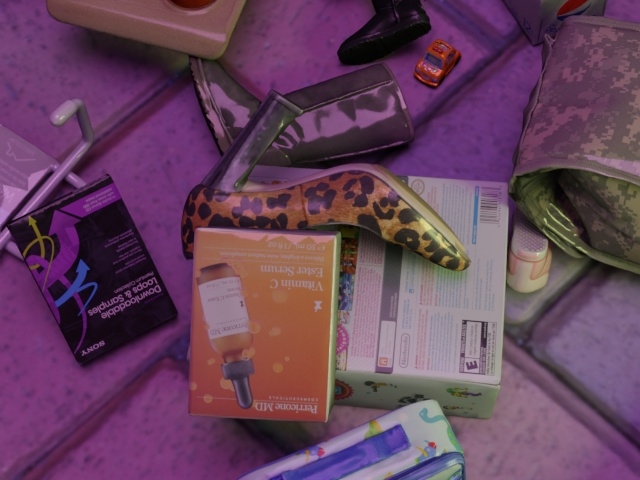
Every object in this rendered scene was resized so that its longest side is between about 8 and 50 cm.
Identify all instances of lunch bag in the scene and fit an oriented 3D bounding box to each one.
[{"bbox_3d":[0.024,0.233,1.265,0.219,0.176,0.090,-22,64,-10],"label":"lunch bag"},{"bbox_3d":[0.342,-0.093,1.419,0.287,0.169,0.235,19,56,5],"label":"lunch bag"}]

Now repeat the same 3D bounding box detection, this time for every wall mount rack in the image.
[{"bbox_3d":[-0.418,-0.072,1.459,0.350,0.130,0.304,31,68,17],"label":"wall mount rack"}]

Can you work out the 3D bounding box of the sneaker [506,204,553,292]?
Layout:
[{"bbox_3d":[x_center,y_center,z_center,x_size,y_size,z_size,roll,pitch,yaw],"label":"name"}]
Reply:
[{"bbox_3d":[0.220,0.005,1.453,0.051,0.070,0.134,12,34,11],"label":"sneaker"}]

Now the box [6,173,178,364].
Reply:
[{"bbox_3d":[-0.231,0.030,1.412,0.116,0.029,0.162,-28,102,-12],"label":"box"}]

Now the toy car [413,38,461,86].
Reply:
[{"bbox_3d":[0.110,-0.233,1.576,0.060,0.040,0.122,-33,67,-14],"label":"toy car"}]

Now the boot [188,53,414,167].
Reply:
[{"bbox_3d":[-0.023,-0.156,1.523,0.208,0.076,0.189,-24,77,-3],"label":"boot"}]

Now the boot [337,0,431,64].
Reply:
[{"bbox_3d":[0.067,-0.263,1.574,0.121,0.045,0.099,-23,63,19],"label":"boot"}]

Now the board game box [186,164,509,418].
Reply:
[{"bbox_3d":[0.032,0.048,1.404,0.303,0.097,0.224,5,64,4],"label":"board game box"}]

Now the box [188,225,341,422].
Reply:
[{"bbox_3d":[-0.050,0.074,1.275,0.130,0.091,0.170,2,92,3],"label":"box"}]

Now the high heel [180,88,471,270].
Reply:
[{"bbox_3d":[0.000,0.000,1.355,0.261,0.093,0.186,37,97,2],"label":"high heel"}]

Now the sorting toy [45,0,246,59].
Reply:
[{"bbox_3d":[-0.217,-0.337,1.551,0.307,0.041,0.229,15,67,9],"label":"sorting toy"}]

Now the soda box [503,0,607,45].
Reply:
[{"bbox_3d":[0.223,-0.371,1.615,0.098,0.091,0.286,-23,65,-9],"label":"soda box"}]
